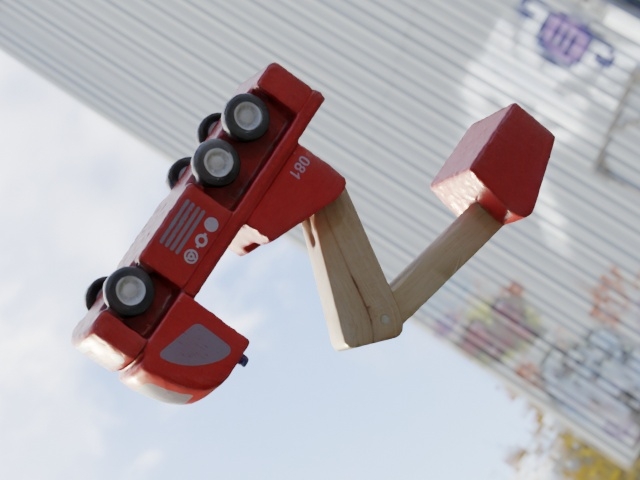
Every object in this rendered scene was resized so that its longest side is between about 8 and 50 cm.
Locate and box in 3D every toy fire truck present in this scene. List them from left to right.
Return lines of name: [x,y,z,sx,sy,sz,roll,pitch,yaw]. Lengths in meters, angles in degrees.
toy fire truck: [0.000,0.000,0.641,0.192,0.135,0.047,-58,13,-18]
